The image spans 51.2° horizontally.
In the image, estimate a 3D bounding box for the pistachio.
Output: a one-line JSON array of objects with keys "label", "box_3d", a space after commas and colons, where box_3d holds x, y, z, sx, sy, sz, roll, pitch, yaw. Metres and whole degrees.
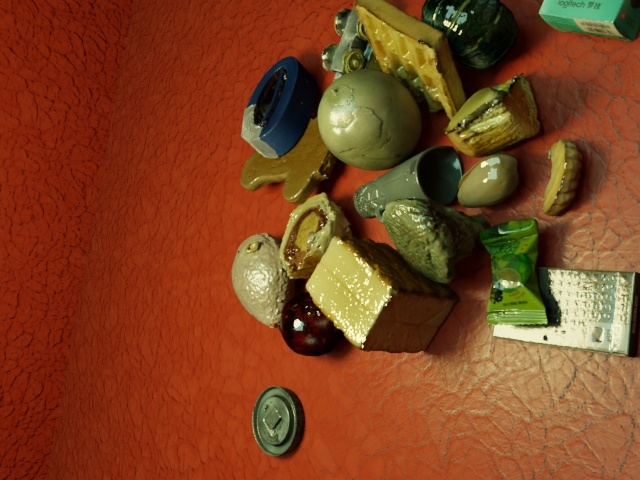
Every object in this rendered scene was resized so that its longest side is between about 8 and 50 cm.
[{"label": "pistachio", "box_3d": [0.417, -0.147, 1.654, 0.185, 0.124, 0.124, -34, 59, 37]}]

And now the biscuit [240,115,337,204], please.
[{"label": "biscuit", "box_3d": [-0.085, -0.280, 2.193, 0.394, 0.076, 0.368, 6, 68, 44]}]

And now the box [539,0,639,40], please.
[{"label": "box", "box_3d": [0.661, -0.631, 1.517, 0.205, 0.118, 0.311, 30, 103, 43]}]

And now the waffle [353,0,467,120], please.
[{"label": "waffle", "box_3d": [0.245, -0.488, 1.785, 0.077, 0.304, 0.348, -40, 51, -4]}]

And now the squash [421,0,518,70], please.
[{"label": "squash", "box_3d": [0.377, -0.546, 1.695, 0.165, 0.252, 0.252, -50, 49, 13]}]

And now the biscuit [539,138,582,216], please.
[{"label": "biscuit", "box_3d": [0.565, -0.145, 1.542, 0.118, 0.061, 0.183, 178, 104, -88]}]

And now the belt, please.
[{"label": "belt", "box_3d": [-0.138, -0.444, 2.211, 0.213, 0.117, 0.346, -4, 59, 39]}]

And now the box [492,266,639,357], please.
[{"label": "box", "box_3d": [0.547, 0.152, 1.507, 0.325, 0.047, 0.180, 1, 81, 46]}]

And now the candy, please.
[{"label": "candy", "box_3d": [0.447, 0.079, 1.550, 0.149, 0.069, 0.246, -13, 65, 39]}]

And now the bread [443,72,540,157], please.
[{"label": "bread", "box_3d": [0.418, -0.292, 1.643, 0.204, 0.262, 0.162, -22, 102, 39]}]

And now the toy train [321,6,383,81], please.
[{"label": "toy train", "box_3d": [0.118, -0.584, 2.020, 0.134, 0.177, 0.260, 30, 102, 45]}]

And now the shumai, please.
[{"label": "shumai", "box_3d": [0.291, -0.041, 1.645, 0.222, 0.272, 0.203, 32, 72, 37]}]

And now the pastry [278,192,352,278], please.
[{"label": "pastry", "box_3d": [-0.004, -0.002, 2.034, 0.256, 0.170, 0.236, -42, 32, 43]}]

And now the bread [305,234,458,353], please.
[{"label": "bread", "box_3d": [0.155, 0.142, 1.748, 0.279, 0.279, 0.207, 41, 111, 40]}]

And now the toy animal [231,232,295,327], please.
[{"label": "toy animal", "box_3d": [-0.183, 0.116, 2.162, 0.226, 0.188, 0.358, -54, 48, 38]}]

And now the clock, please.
[{"label": "clock", "box_3d": [-0.135, 0.572, 2.119, 0.215, 0.042, 0.214, -12, 73, 44]}]

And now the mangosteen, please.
[{"label": "mangosteen", "box_3d": [-0.026, 0.254, 1.980, 0.210, 0.210, 0.209, -12, 73, 44]}]

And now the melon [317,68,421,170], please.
[{"label": "melon", "box_3d": [0.132, -0.335, 1.839, 0.269, 0.330, 0.268, -14, 67, 38]}]

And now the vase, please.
[{"label": "vase", "box_3d": [0.221, -0.131, 1.835, 0.301, 0.156, 0.251, -17, 35, 49]}]
